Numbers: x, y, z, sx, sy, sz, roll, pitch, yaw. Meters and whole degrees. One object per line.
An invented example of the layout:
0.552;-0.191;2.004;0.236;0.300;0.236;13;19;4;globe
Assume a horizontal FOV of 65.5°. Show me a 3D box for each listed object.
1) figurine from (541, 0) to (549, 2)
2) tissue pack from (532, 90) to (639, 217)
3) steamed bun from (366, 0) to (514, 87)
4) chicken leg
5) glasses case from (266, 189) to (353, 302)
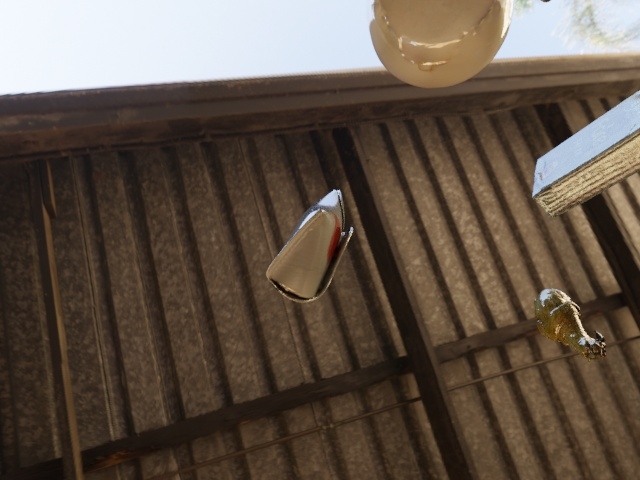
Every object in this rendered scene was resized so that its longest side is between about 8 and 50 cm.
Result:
0.345;-0.361;0.528;0.143;0.271;0.143;4;-113;-9;figurine
0.664;-0.207;1.174;0.103;0.315;0.228;44;-139;-9;tissue pack
0.244;-0.456;1.034;0.309;0.309;0.309;6;-114;-14;steamed bun
0.549;0.195;1.107;0.088;0.103;0.228;12;-150;-20;chicken leg
0.001;-0.002;0.771;0.083;0.308;0.128;30;-77;-1;glasses case
